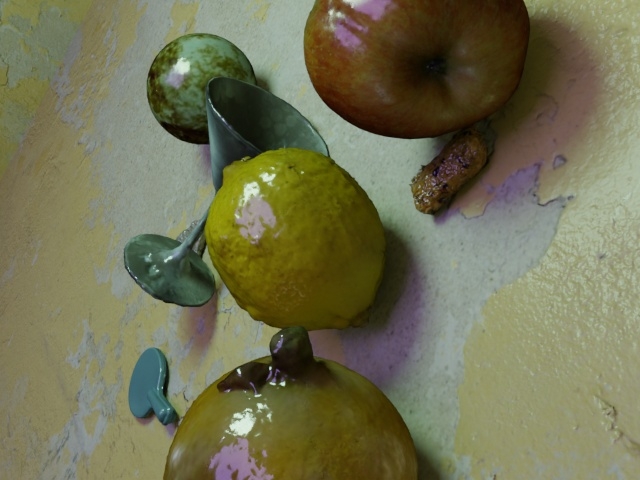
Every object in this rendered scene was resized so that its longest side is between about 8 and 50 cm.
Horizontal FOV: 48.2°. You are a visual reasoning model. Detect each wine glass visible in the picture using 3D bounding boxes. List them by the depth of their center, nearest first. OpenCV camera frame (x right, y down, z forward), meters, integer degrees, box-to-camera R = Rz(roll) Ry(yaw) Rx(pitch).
[{"bbox_3d":[-0.194,-0.074,1.368,0.406,0.267,0.267,-53,40,27],"label":"wine glass"}]

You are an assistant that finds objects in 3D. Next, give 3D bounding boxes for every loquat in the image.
[{"bbox_3d":[-0.039,0.277,0.920,0.328,0.328,0.360,20,115,52],"label":"loquat"}]

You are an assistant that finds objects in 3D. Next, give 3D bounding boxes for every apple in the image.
[{"bbox_3d":[0.142,-0.272,0.995,0.309,0.278,0.250,-32,47,-12],"label":"apple"}]

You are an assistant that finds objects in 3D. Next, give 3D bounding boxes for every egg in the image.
[{"bbox_3d":[-0.264,-0.328,1.575,0.289,0.238,0.238,-5,68,69],"label":"egg"}]

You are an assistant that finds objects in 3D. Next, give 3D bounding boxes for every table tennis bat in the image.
[{"bbox_3d":[-0.363,0.323,1.537,0.244,0.040,0.153,29,97,56],"label":"table tennis bat"}]

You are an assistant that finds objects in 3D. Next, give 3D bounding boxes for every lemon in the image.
[{"bbox_3d":[-0.033,0.005,1.110,0.268,0.268,0.322,-35,87,35],"label":"lemon"}]

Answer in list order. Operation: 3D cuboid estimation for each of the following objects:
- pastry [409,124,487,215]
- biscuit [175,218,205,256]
[{"bbox_3d":[0.192,-0.103,1.062,0.140,0.056,0.080,-46,36,36],"label":"pastry"},{"bbox_3d":[-0.337,0.056,1.638,0.250,0.032,0.133,-30,53,38],"label":"biscuit"}]
